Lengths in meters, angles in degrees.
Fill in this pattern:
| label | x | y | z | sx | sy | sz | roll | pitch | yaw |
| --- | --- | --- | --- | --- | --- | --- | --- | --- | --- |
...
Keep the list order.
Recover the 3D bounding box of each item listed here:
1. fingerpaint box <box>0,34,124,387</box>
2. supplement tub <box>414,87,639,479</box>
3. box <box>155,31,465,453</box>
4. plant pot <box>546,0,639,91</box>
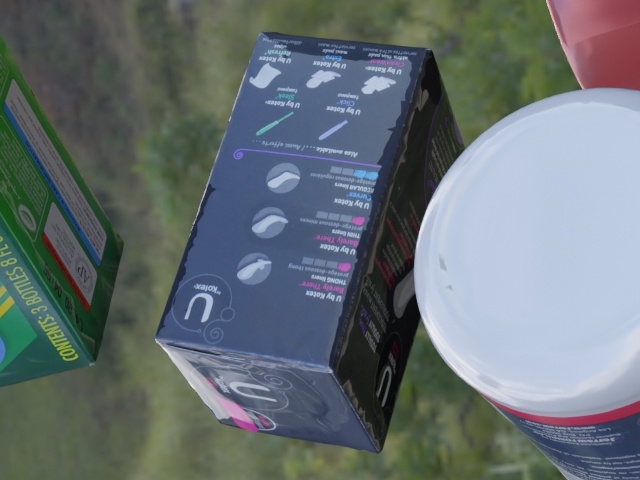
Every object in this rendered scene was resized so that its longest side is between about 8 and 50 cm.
| label | x | y | z | sx | sy | sz | roll | pitch | yaw |
| --- | --- | --- | --- | --- | --- | --- | --- | --- | --- |
| fingerpaint box | -0.418 | -0.063 | 1.380 | 0.163 | 0.371 | 0.444 | -84 | -25 | -50 |
| supplement tub | 0.189 | 0.052 | 1.052 | 0.272 | 0.191 | 0.191 | 43 | -148 | -51 |
| box | 0.000 | 0.000 | 1.370 | 0.165 | 0.143 | 0.270 | 62 | -140 | -58 |
| plant pot | 0.335 | -0.254 | 1.526 | 0.275 | 0.243 | 0.275 | 39 | -135 | -53 |
